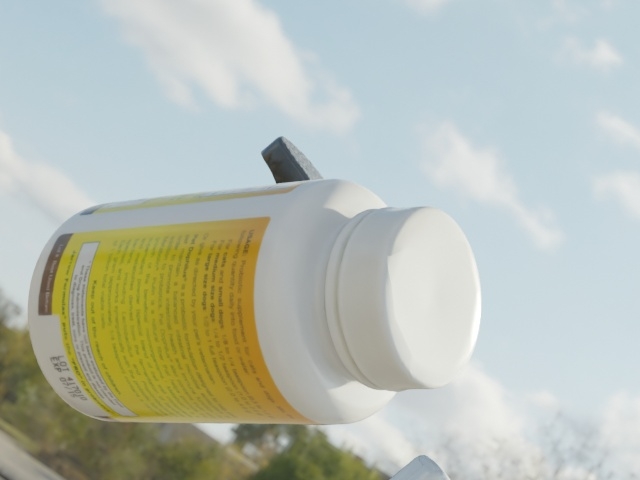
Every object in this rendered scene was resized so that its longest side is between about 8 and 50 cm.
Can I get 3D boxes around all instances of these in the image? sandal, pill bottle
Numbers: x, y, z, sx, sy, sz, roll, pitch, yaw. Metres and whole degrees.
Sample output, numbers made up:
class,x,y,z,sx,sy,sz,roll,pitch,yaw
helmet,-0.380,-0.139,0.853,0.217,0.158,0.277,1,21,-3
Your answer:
class,x,y,z,sx,sy,sz,roll,pitch,yaw
sandal,0.000,0.000,1.315,0.097,0.054,0.254,44,10,-34
pill bottle,-0.033,0.032,0.736,0.215,0.117,0.117,-4,-35,37

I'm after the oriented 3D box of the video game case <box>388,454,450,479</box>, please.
class,x,y,z,sx,sy,sz,roll,pitch,yaw
video game case,0.013,0.173,0.529,0.143,0.157,0.019,56,-10,-30
